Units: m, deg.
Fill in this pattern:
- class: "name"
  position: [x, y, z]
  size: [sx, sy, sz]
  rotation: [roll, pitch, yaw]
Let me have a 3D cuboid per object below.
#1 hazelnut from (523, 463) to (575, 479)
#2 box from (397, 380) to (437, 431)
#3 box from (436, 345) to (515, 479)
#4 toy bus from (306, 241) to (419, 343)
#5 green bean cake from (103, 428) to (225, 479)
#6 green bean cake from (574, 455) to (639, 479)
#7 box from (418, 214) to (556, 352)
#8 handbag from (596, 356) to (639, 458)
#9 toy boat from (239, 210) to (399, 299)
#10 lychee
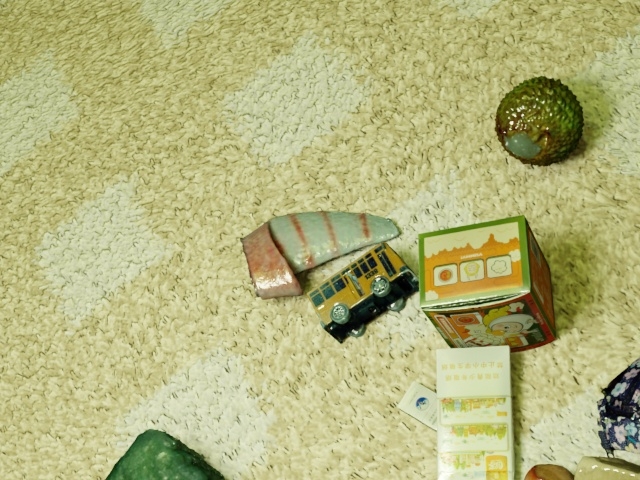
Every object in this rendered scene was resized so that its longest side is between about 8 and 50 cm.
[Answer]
- class: "hazelnut"
  position: [0.346, 0.375, 1.590]
  size: [0.086, 0.086, 0.086]
  rotation: [-12, 59, 20]
- class: "box"
  position: [0.175, 0.274, 1.756]
  size: [0.083, 0.024, 0.054]
  rotation: [28, 79, 33]
- class: "box"
  position: [0.246, 0.278, 1.695]
  size: [0.122, 0.032, 0.221]
  rotation: [-4, 67, 14]
- class: "toy bus"
  position: [0.077, 0.087, 1.866]
  size: [0.182, 0.091, 0.103]
  rotation: [-34, 54, 7]
- class: "green bean cake"
  position: [-0.254, 0.511, 1.744]
  size: [0.300, 0.169, 0.308]
  rotation: [35, 82, 37]
- class: "green bean cake"
  position: [0.455, 0.363, 1.494]
  size: [0.179, 0.109, 0.085]
  rotation: [9, 87, 43]
- class: "box"
  position: [0.269, 0.079, 1.712]
  size: [0.177, 0.195, 0.148]
  rotation: [-11, 60, 19]
- class: "handbag"
  position: [0.510, 0.229, 1.509]
  size: [0.228, 0.127, 0.207]
  rotation: [-30, 23, -25]
- class: "toy boat"
  position: [0.000, 0.000, 1.966]
  size: [0.282, 0.096, 0.206]
  rotation: [-21, 41, 3]
- class: "lychee"
  position: [0.379, -0.212, 1.850]
  size: [0.171, 0.171, 0.171]
  rotation: [-12, 59, 20]
